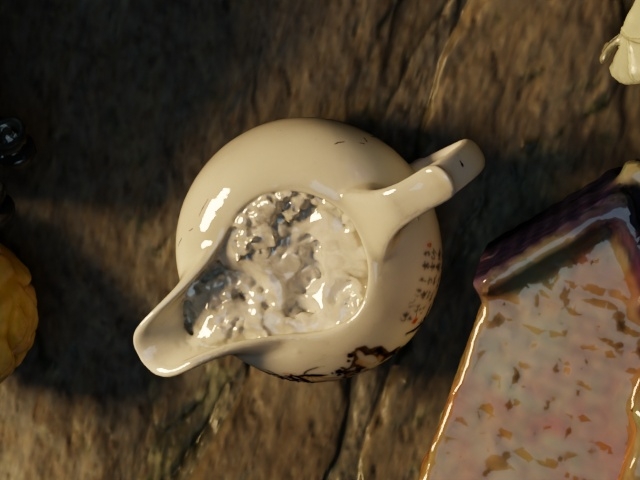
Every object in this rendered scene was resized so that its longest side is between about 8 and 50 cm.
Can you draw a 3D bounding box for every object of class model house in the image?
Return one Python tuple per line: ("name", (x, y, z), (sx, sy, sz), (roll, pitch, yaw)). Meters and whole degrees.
("model house", (0.252, 0.091, 1.334), (0.312, 0.245, 0.280), (18, 100, 9))

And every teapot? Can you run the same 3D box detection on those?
("teapot", (0.000, 0.000, 1.416), (0.300, 0.166, 0.208), (-34, 82, 30))

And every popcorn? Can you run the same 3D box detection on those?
("popcorn", (-0.324, 0.063, 1.508), (0.180, 0.180, 0.170), (29, 81, 6))

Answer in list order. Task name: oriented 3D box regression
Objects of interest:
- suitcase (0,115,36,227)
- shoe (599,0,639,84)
("suitcase", (-0.463, -0.139, 1.433), (0.434, 0.194, 0.283), (1, 146, 15))
("shoe", (0.365, -0.105, 1.310), (0.342, 0.132, 0.210), (36, 120, 2))
